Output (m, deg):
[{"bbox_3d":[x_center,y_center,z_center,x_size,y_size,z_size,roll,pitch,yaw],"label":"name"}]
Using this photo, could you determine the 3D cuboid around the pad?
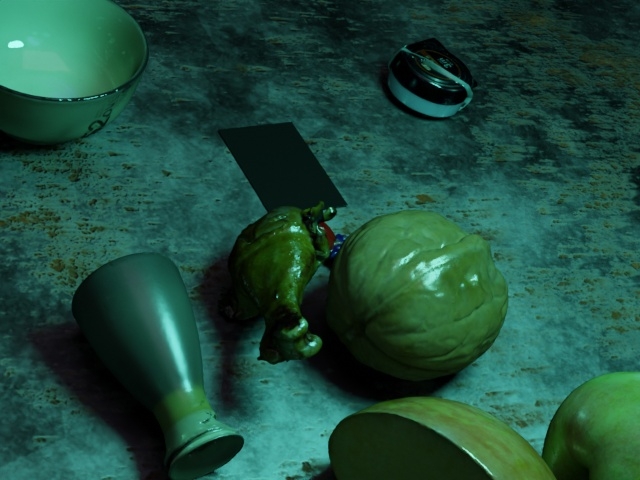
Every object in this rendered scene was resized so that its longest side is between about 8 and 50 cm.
[{"bbox_3d":[-0.071,-0.139,2.304,0.170,0.006,0.245,-10,50,-30],"label":"pad"}]

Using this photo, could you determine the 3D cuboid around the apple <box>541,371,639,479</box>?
[{"bbox_3d":[0.485,0.349,1.797,0.277,0.319,0.319,0,45,-19],"label":"apple"}]

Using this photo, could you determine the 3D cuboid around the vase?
[{"bbox_3d":[-0.232,0.187,1.775,0.173,0.173,0.321,-11,55,-32],"label":"vase"}]

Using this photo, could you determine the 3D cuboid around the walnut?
[{"bbox_3d":[0.160,0.085,1.979,0.277,0.252,0.313,29,37,28],"label":"walnut"}]

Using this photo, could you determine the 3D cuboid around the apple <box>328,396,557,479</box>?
[{"bbox_3d":[0.179,0.350,1.752,0.252,0.314,0.309,-45,67,-2],"label":"apple"}]

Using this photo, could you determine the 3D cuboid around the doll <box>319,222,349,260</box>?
[{"bbox_3d":[0.000,0.000,2.148,0.195,0.062,0.104,25,58,-8],"label":"doll"}]

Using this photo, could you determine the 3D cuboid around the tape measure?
[{"bbox_3d":[0.232,-0.342,2.575,0.181,0.107,0.182,-16,53,-39],"label":"tape measure"}]

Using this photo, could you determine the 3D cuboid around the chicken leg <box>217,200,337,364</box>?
[{"bbox_3d":[-0.083,0.072,1.935,0.140,0.211,0.361,40,33,-20],"label":"chicken leg"}]

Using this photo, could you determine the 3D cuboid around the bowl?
[{"bbox_3d":[-0.494,-0.293,2.148,0.354,0.185,0.354,12,42,-11],"label":"bowl"}]
